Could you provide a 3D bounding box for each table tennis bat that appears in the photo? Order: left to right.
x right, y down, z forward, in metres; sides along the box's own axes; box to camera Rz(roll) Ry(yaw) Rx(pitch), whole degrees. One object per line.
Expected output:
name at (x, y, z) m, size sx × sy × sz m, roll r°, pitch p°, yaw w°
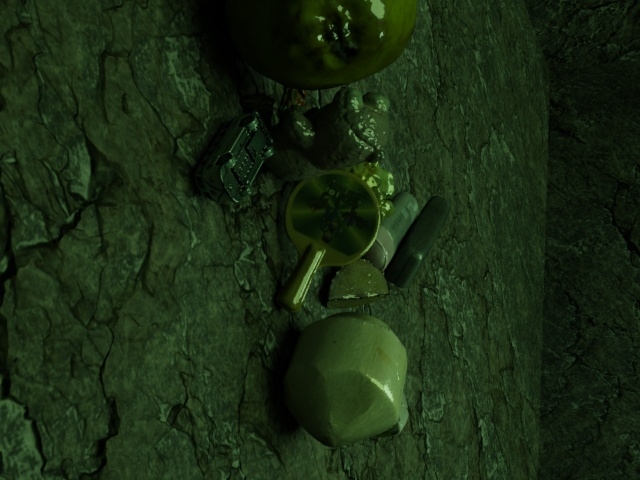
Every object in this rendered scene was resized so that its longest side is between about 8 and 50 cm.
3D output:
table tennis bat at (0.000, 0.000, 1.654) m, size 0.320 × 0.198 × 0.050 m, roll -63°, pitch -176°, yaw -15°

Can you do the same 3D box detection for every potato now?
potato at (0.061, 0.106, 1.847) m, size 0.172 × 0.089 × 0.100 m, roll -8°, pitch 70°, yaw -32°

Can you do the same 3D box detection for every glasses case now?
glasses case at (0.265, 0.000, 2.177) m, size 0.323 × 0.074 × 0.131 m, roll -52°, pitch 168°, yaw -53°

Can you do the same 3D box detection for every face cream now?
face cream at (0.178, -0.030, 2.074) m, size 0.269 × 0.073 × 0.107 m, roll -52°, pitch 127°, yaw -53°

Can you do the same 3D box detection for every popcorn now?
popcorn at (0.074, -0.116, 1.792) m, size 0.185 × 0.167 × 0.187 m, roll 63°, pitch 30°, yaw -26°

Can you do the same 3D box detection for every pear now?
pear at (0.000, -0.444, 1.500) m, size 0.413 × 0.352 × 0.352 m, roll -111°, pitch -177°, yaw -68°

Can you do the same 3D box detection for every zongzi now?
zongzi at (-0.116, -0.271, 1.602) m, size 0.083 × 0.067 × 0.073 m, roll 72°, pitch 13°, yaw -61°

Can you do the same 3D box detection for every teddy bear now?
teddy bear at (0.009, -0.200, 1.576) m, size 0.236 × 0.267 × 0.151 m, roll 2°, pitch 83°, yaw -50°

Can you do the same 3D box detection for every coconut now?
coconut at (0.049, 0.283, 1.599) m, size 0.237 × 0.237 × 0.265 m, roll 57°, pitch 41°, yaw -42°

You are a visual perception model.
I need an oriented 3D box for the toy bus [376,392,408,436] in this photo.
toy bus at (0.128, 0.332, 1.881) m, size 0.092 × 0.106 × 0.268 m, roll -49°, pitch 128°, yaw -52°

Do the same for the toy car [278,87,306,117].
toy car at (-0.054, -0.294, 1.723) m, size 0.059 × 0.035 × 0.122 m, roll 45°, pitch 49°, yaw -45°

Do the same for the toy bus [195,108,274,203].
toy bus at (-0.155, -0.144, 1.445) m, size 0.087 × 0.089 × 0.194 m, roll 61°, pitch 36°, yaw -35°
